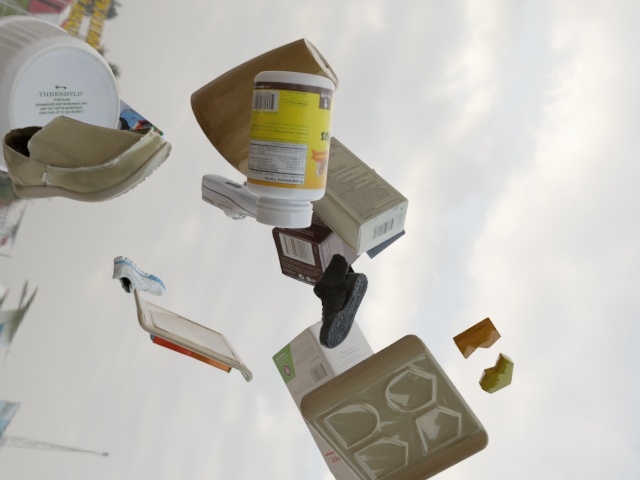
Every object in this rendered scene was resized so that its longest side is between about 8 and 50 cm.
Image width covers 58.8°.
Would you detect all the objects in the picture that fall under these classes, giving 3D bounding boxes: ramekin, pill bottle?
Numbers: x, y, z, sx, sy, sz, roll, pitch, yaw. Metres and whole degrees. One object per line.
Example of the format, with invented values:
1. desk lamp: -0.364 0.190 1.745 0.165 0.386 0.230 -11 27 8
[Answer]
1. ramekin: -0.470 -0.235 0.973 0.127 0.273 0.272 20 -89 26
2. pill bottle: -0.046 -0.131 0.829 0.117 0.117 0.215 25 -68 60

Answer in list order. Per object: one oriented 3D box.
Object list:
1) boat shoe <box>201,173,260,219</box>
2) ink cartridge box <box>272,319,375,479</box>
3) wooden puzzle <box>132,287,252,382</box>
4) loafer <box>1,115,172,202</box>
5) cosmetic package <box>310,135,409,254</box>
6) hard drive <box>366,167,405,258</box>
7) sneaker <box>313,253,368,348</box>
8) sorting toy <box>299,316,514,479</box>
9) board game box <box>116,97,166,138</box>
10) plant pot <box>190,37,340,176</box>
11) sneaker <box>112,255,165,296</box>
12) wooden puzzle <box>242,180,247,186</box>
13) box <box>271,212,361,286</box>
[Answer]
1. boat shoe: -0.219 -0.097 1.511 0.258 0.095 0.084 30 -62 33
2. ink cartridge box: 0.059 0.348 1.183 0.353 0.119 0.207 61 -37 14
3. wooden puzzle: -0.252 0.182 1.073 0.044 0.239 0.221 -58 -159 -5
4. loafer: -0.310 -0.108 0.714 0.269 0.092 0.102 -4 -141 26
5. cosmetic package: 0.063 -0.122 1.456 0.309 0.160 0.113 46 -28 33
6. hard drive: 0.158 -0.086 1.835 0.172 0.254 0.054 -36 -158 -16
7. sneaker: 0.021 0.100 0.954 0.089 0.051 0.170 7 -123 41
8. sorting toy: 0.153 0.246 0.856 0.307 0.229 0.041 -33 -162 10
9. board game box: -0.488 -0.247 1.289 0.160 0.211 0.039 -52 -175 -6
10. plant pot: -0.094 -0.289 1.173 0.254 0.237 0.237 -35 -138 19
11. sneaker: -0.537 0.128 1.661 0.071 0.191 0.083 -21 -133 28
12. wooden puzzle: -0.240 -0.147 1.820 0.116 0.014 0.078 129 -54 -65
13. box: 0.000 0.000 1.595 0.168 0.167 0.203 18 -135 34
